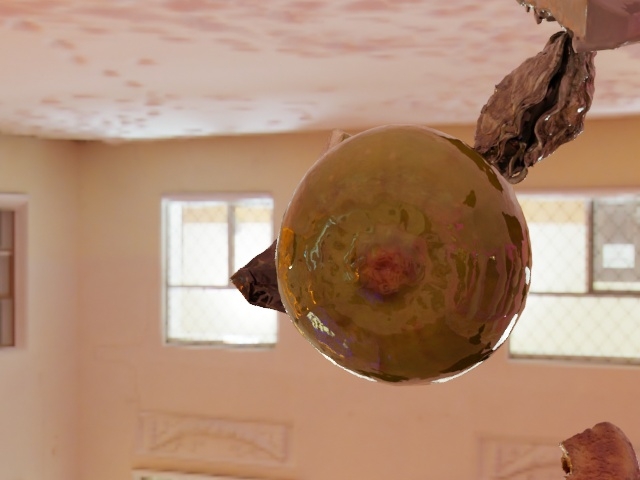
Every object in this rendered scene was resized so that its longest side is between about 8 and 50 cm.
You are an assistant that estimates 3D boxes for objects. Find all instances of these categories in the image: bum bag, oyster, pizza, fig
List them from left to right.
[{"bbox_3d":[0.001,0.001,1.270,0.248,0.102,0.069,-46,-173,-11],"label":"bum bag"},{"bbox_3d":[0.092,0.021,1.022,0.258,0.258,0.326,0,174,11],"label":"fig"},{"bbox_3d":[0.335,-0.210,1.483,0.112,0.267,0.198,37,-174,-20],"label":"oyster"},{"bbox_3d":[0.471,0.431,1.705,0.161,0.085,0.305,11,-142,23],"label":"pizza"}]

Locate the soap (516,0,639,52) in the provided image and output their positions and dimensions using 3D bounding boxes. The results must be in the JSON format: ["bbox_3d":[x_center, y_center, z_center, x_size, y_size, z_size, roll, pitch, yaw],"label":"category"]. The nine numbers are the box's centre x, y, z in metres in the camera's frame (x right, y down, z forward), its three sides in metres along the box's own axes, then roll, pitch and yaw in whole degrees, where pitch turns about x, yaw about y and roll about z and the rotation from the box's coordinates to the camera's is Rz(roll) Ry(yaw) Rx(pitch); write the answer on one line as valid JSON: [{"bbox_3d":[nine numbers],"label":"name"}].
[{"bbox_3d":[0.532,-0.437,1.437,0.435,0.212,0.350,-8,-156,-2],"label":"soap"}]

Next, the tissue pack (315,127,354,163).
[{"bbox_3d":[0.106,-0.040,1.677,0.275,0.200,0.167,26,-173,-9],"label":"tissue pack"}]
